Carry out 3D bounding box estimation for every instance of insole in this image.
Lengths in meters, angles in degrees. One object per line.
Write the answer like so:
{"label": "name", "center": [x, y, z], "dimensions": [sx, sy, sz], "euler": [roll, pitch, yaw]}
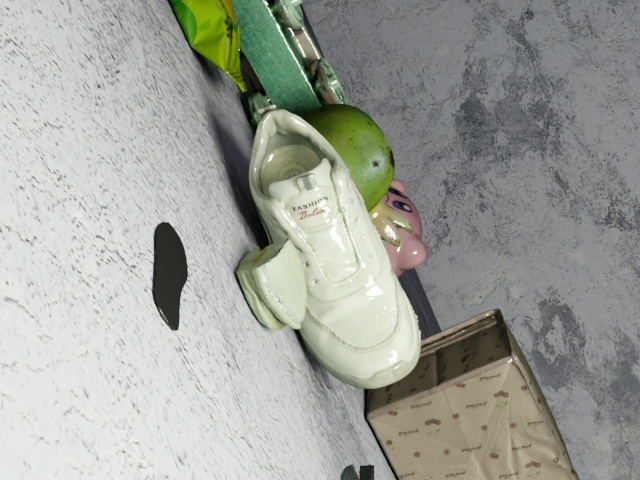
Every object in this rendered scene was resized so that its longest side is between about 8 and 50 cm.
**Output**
{"label": "insole", "center": [-0.121, 0.026, 0.873], "dimensions": [0.153, 0.002, 0.053], "euler": [-101, 164, -61]}

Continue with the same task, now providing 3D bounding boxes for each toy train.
{"label": "toy train", "center": [-0.063, -0.281, 1.627], "dimensions": [0.304, 0.150, 0.221], "euler": [61, 11, -17]}

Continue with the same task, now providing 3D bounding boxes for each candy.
{"label": "candy", "center": [-0.153, -0.303, 1.420], "dimensions": [0.246, 0.069, 0.149], "euler": [64, 10, -5]}

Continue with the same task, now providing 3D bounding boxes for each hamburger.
{"label": "hamburger", "center": [-0.046, 0.052, 1.118], "dimensions": [0.121, 0.054, 0.084], "euler": [-62, 131, -77]}

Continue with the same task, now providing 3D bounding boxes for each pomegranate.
{"label": "pomegranate", "center": [0.033, -0.076, 1.492], "dimensions": [0.225, 0.187, 0.187], "euler": [49, 11, -11]}

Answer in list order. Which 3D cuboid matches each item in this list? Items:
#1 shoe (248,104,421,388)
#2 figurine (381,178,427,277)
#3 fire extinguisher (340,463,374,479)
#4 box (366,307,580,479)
{"label": "shoe", "center": [0.000, 0.000, 1.222], "dimensions": [0.210, 0.132, 0.342], "euler": [68, -3, -57]}
{"label": "figurine", "center": [0.071, -0.009, 1.633], "dimensions": [0.173, 0.173, 0.173], "euler": [-25, 90, -82]}
{"label": "fire extinguisher", "center": [0.089, 0.320, 0.957], "dimensions": [0.376, 0.113, 0.200], "euler": [50, 17, -62]}
{"label": "box", "center": [0.221, 0.290, 1.519], "dimensions": [0.297, 0.225, 0.190], "euler": [63, 10, -14]}
